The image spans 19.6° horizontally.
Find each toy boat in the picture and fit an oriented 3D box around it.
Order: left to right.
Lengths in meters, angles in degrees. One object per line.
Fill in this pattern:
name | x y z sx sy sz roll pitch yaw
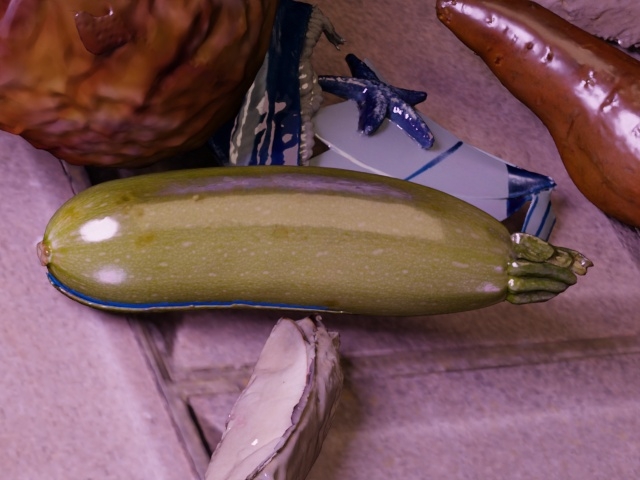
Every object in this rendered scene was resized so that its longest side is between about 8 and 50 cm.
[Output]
toy boat | 0.032 -0.082 1.270 0.291 0.070 0.210 5 51 -34

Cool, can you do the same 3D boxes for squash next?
squash | 0.000 0.000 1.113 0.340 0.094 0.094 1 47 -14

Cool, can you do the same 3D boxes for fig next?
fig | -0.118 -0.240 1.067 0.286 0.369 0.286 29 17 -9

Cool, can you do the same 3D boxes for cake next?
cake | 0.227 -0.225 1.499 0.220 0.117 0.086 17 48 -19

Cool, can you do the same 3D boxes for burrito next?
burrito | -0.031 0.114 1.026 0.058 0.063 0.229 13 38 17

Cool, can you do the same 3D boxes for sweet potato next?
sweet potato | 0.235 -0.068 1.351 0.359 0.112 0.112 39 40 12
